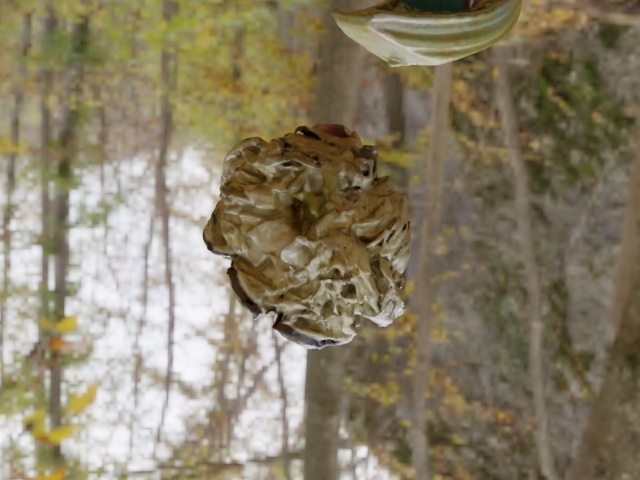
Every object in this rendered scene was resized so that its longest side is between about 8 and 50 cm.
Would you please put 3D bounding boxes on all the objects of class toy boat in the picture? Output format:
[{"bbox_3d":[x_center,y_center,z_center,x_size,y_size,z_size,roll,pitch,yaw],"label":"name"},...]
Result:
[{"bbox_3d":[0.069,-0.142,0.807,0.065,0.066,0.172,13,-150,36],"label":"toy boat"}]

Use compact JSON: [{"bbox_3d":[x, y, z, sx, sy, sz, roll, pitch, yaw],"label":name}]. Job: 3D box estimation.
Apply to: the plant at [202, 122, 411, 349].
[{"bbox_3d":[0.000,0.000,0.715,0.105,0.116,0.122,-16,169,12],"label":"plant"}]
